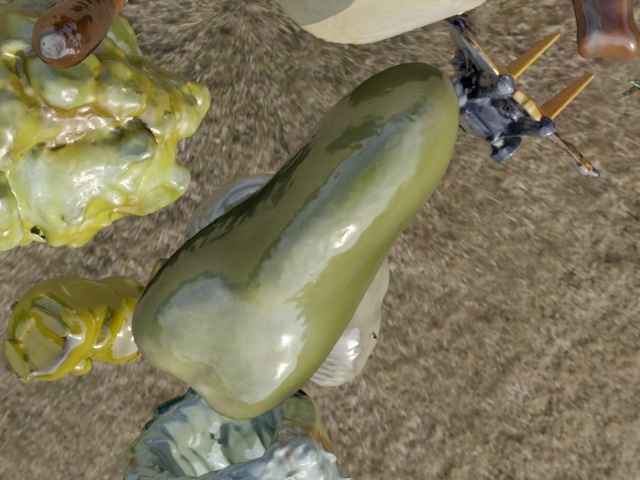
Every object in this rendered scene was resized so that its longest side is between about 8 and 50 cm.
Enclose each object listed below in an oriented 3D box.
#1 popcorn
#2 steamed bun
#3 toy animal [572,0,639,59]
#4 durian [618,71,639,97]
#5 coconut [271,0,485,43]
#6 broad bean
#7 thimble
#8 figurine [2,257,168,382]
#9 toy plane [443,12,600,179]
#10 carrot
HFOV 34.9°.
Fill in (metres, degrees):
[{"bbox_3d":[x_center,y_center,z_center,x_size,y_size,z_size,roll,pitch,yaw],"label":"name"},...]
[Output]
[{"bbox_3d":[-0.282,-0.121,1.109,0.274,0.335,0.279,35,90,16],"label":"popcorn"},{"bbox_3d":[-0.035,0.053,1.654,0.343,0.255,0.367,19,133,23],"label":"steamed bun"},{"bbox_3d":[0.119,-0.146,0.268,0.066,0.224,0.229,14,70,25],"label":"toy animal"},{"bbox_3d":[0.501,-0.212,1.376,0.215,0.100,0.086,-20,128,-33],"label":"durian"},{"bbox_3d":[0.051,-0.256,0.745,0.202,0.222,0.202,9,77,-40],"label":"coconut"},{"bbox_3d":[0.000,0.000,0.662,0.263,0.189,0.121,-44,88,14],"label":"broad bean"},{"bbox_3d":[-0.103,0.295,1.284,0.288,0.254,0.167,-1,123,40],"label":"thimble"},{"bbox_3d":[-0.394,0.140,1.735,0.218,0.327,0.169,-43,68,25],"label":"figurine"},{"bbox_3d":[0.162,-0.149,1.048,0.103,0.316,0.204,-46,103,-4],"label":"toy plane"},{"bbox_3d":[-0.184,-0.193,0.839,0.048,0.216,0.048,4,120,7],"label":"carrot"}]
